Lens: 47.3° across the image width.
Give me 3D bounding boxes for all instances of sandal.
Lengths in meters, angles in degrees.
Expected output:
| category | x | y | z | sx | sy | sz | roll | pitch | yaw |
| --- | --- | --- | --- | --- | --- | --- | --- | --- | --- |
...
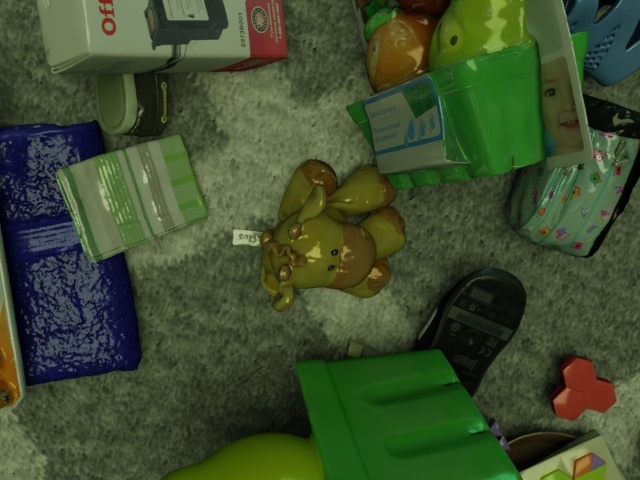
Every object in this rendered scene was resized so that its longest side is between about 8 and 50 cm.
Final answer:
| category | x | y | z | sx | sy | sz | roll | pitch | yaw |
| --- | --- | --- | --- | --- | --- | --- | --- | --- | --- |
| sandal | 0.326 | -0.240 | 0.829 | 0.317 | 0.126 | 0.138 | -6 | 104 | -7 |

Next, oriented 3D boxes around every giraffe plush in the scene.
| category | x | y | z | sx | sy | sz | roll | pitch | yaw |
| --- | --- | --- | --- | --- | --- | --- | --- | --- | --- |
| giraffe plush | 0.000 | 0.000 | 0.819 | 0.210 | 0.170 | 0.181 | -11 | 97 | -2 |

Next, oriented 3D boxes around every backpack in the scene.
| category | x | y | z | sx | sy | sz | roll | pitch | yaw |
| --- | --- | --- | --- | --- | --- | --- | --- | --- | --- |
| backpack | 0.297 | -0.075 | 0.851 | 0.115 | 0.152 | 0.182 | 20 | 107 | 0 |

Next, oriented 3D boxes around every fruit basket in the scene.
| category | x | y | z | sx | sy | sz | roll | pitch | yaw |
| --- | --- | --- | --- | --- | --- | --- | --- | --- | --- |
| fruit basket | 0.016 | 0.295 | 0.725 | 0.392 | 0.392 | 0.283 | -20 | 118 | -1 |
| fruit basket | 0.107 | -0.227 | 0.728 | 0.165 | 0.327 | 0.353 | -25 | 100 | -22 |

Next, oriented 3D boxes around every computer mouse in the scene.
| category | x | y | z | sx | sy | sz | roll | pitch | yaw |
| --- | --- | --- | --- | --- | --- | --- | --- | --- | --- |
| computer mouse | 0.125 | 0.132 | 0.899 | 0.184 | 0.060 | 0.262 | 18 | 107 | -9 |

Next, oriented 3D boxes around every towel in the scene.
| category | x | y | z | sx | sy | sz | roll | pitch | yaw |
| --- | --- | --- | --- | --- | --- | --- | --- | --- | --- |
| towel | -0.213 | -0.052 | 0.845 | 0.152 | 0.023 | 0.113 | -22 | 102 | -25 |
| towel | -0.346 | 0.023 | 0.851 | 0.228 | 0.076 | 0.308 | -10 | 97 | -1 |

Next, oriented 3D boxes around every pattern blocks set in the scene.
| category | x | y | z | sx | sy | sz | roll | pitch | yaw |
| --- | --- | --- | --- | --- | --- | --- | --- | --- | --- |
| pattern blocks set | 0.324 | 0.335 | 0.909 | 0.285 | 0.026 | 0.325 | -40 | 97 | 2 |

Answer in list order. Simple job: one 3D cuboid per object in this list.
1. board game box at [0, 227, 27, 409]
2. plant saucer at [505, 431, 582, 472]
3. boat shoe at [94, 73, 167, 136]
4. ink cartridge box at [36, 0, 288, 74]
| category | x | y | z | sx | sy | sz | roll | pitch | yaw |
| --- | --- | --- | --- | --- | --- | --- | --- | --- | --- |
| board game box | -0.541 | 0.014 | 0.808 | 0.390 | 0.050 | 0.390 | -6 | 96 | 10 |
| plant saucer | 0.282 | 0.335 | 0.938 | 0.199 | 0.036 | 0.198 | 0 | 97 | -2 |
| boat shoe | -0.215 | -0.232 | 0.836 | 0.081 | 0.069 | 0.227 | -3 | 88 | 41 |
| ink cartridge box | -0.162 | -0.267 | 0.757 | 0.237 | 0.100 | 0.172 | -12 | 98 | -40 |
